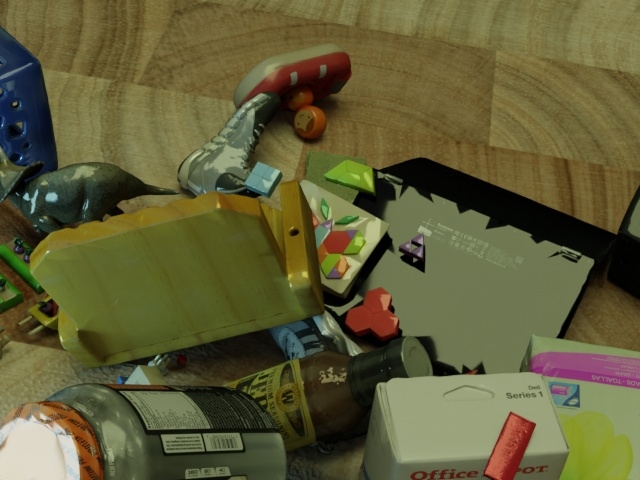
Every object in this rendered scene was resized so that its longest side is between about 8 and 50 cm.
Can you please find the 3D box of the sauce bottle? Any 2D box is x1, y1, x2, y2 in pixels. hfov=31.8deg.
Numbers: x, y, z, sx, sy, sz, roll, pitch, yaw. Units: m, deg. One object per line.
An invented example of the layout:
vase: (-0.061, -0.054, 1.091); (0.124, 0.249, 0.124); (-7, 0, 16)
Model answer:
sauce bottle: (-0.024, 0.199, 1.390); (0.344, 0.111, 0.111); (-24, 33, 28)

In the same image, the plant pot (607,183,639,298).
plant pot: (0.562, 0.007, 1.787); (0.187, 0.188, 0.167); (35, 62, 27)

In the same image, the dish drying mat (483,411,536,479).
dish drying mat: (0.202, 0.224, 1.201); (0.032, 0.008, 0.083); (25, 56, 10)

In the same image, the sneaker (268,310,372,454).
sneaker: (-0.028, 0.182, 1.552); (0.153, 0.101, 0.268); (-25, 54, -34)

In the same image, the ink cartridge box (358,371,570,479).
ink cartridge box: (0.156, 0.292, 1.328); (0.201, 0.278, 0.117); (-2, 43, -10)

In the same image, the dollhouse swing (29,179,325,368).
dollhouse swing: (-0.202, -0.017, 1.531); (0.346, 0.305, 0.315); (-14, 43, 6)

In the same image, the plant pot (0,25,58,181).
plant pot: (-0.586, -0.212, 1.819); (0.212, 0.236, 0.236); (-33, 56, -28)

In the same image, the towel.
towel: (0.025, -0.102, 1.930); (0.110, 0.027, 0.148); (6, 41, -3)

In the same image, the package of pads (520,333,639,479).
package of pads: (0.382, 0.279, 1.486); (0.229, 0.101, 0.296); (9, 51, 2)

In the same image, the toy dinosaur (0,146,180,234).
toy dinosaur: (-0.373, -0.064, 1.732); (0.313, 0.160, 0.121); (-1, 43, -8)

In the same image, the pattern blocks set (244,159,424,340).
pattern blocks set: (0.000, 0.000, 1.718); (0.324, 0.026, 0.285); (13, 68, 19)

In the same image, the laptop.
laptop: (0.237, 0.047, 1.804); (0.382, 0.236, 0.408); (23, 73, 18)

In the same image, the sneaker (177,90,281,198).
sneaker: (-0.120, -0.138, 1.890); (0.132, 0.086, 0.228); (42, 79, 19)

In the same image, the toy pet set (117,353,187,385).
toy pet set: (-0.216, 0.217, 1.538); (0.114, 0.065, 0.122); (15, 30, -50)

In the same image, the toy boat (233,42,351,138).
toy boat: (-0.039, -0.253, 2.027); (0.231, 0.151, 0.151); (-19, 77, -26)

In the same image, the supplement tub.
supplement tub: (-0.199, 0.255, 1.238); (0.193, 0.193, 0.316); (43, 18, 33)

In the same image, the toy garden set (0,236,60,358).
toy garden set: (-0.482, 0.093, 1.626); (0.244, 0.049, 0.204); (-31, 54, -34)

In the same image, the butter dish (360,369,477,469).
butter dish: (0.156, 0.269, 1.474); (0.160, 0.160, 0.118); (-33, 79, -36)
